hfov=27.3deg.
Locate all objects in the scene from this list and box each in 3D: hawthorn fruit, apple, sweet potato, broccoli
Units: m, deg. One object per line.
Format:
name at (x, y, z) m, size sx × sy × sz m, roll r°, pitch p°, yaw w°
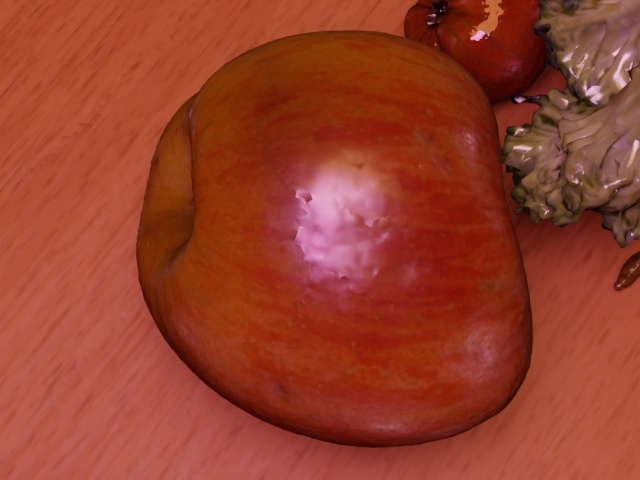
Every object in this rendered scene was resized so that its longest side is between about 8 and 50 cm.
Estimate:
hawthorn fruit at (0.137, -0.170, 1.052) m, size 0.140 × 0.125 × 0.125 m, roll 13°, pitch 73°, yaw 5°
apple at (0.000, 0.000, 0.914) m, size 0.301 × 0.301 × 0.301 m, roll 0°, pitch 72°, yaw -1°
sweet potato at (0.278, 0.005, 1.050) m, size 0.115 × 0.026 × 0.026 m, roll -28°, pitch 75°, yaw -5°
broccoli at (0.316, -0.173, 0.831) m, size 0.275 × 0.397 × 0.353 m, roll 14°, pitch 77°, yaw -8°
